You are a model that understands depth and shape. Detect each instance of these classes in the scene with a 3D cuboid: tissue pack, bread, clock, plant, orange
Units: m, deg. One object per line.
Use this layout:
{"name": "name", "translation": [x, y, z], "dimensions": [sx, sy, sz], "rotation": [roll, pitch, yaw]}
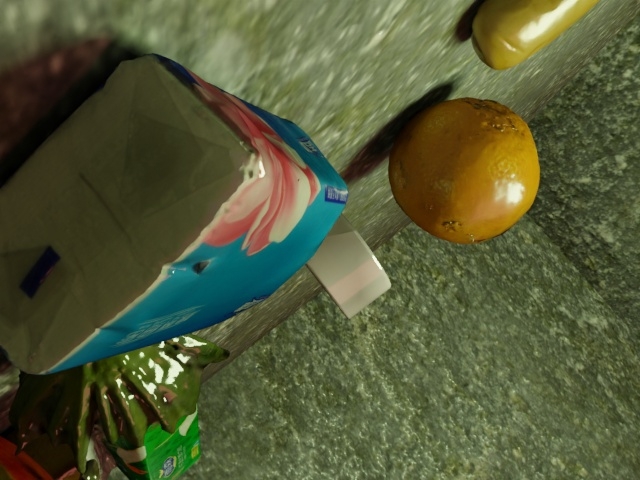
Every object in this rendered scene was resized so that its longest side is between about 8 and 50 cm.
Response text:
{"name": "tissue pack", "translation": [-0.268, 0.245, 0.859], "dimensions": [0.156, 0.148, 0.209], "rotation": [-35, 148, -35]}
{"name": "bread", "translation": [-0.430, 0.365, 1.022], "dimensions": [0.270, 0.148, 0.270], "rotation": [-39, 172, -7]}
{"name": "clock", "translation": [0.000, 0.000, 0.777], "dimensions": [0.068, 0.197, 0.197], "rotation": [-38, 172, -2]}
{"name": "bread", "translation": [0.320, -0.334, 0.787], "dimensions": [0.305, 0.091, 0.142], "rotation": [-40, 177, 12]}
{"name": "plant", "translation": [-0.197, 0.101, 0.599], "dimensions": [0.251, 0.180, 0.333], "rotation": [-47, 173, -27]}
{"name": "orange", "translation": [0.234, -0.113, 1.047], "dimensions": [0.246, 0.246, 0.246], "rotation": [-39, 172, -6]}
{"name": "tissue pack", "translation": [-0.101, -0.009, 0.486], "dimensions": [0.209, 0.137, 0.270], "rotation": [-39, 173, 11]}

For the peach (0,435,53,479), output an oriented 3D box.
{"name": "peach", "translation": [-0.396, 0.376, 0.713], "dimensions": [0.242, 0.380, 0.306], "rotation": [-33, 144, -31]}
